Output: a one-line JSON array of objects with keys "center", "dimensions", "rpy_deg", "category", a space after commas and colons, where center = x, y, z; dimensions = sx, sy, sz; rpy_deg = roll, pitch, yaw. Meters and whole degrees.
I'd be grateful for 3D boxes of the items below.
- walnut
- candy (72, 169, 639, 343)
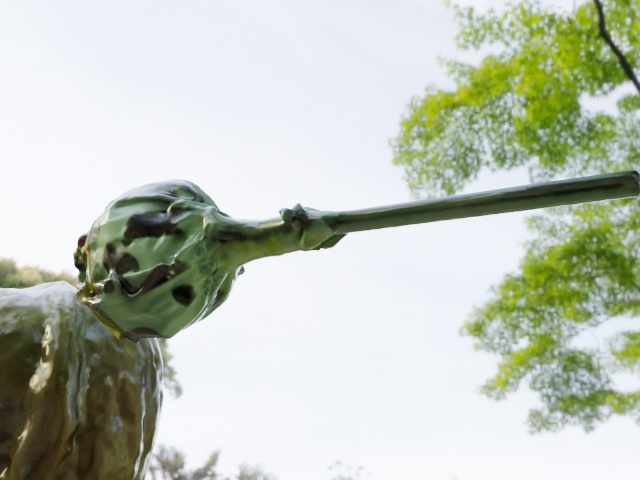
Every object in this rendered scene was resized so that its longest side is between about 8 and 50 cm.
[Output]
[{"center": [-0.270, 0.175, 0.783], "dimensions": [0.227, 0.283, 0.283], "rpy_deg": [13, -36, -26], "category": "walnut"}, {"center": [0.000, 0.000, 0.414], "dimensions": [0.305, 0.091, 0.083], "rpy_deg": [-7, -37, 28], "category": "candy"}]
